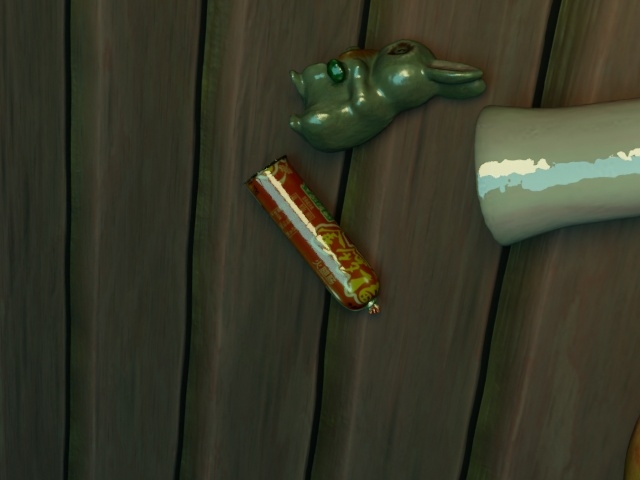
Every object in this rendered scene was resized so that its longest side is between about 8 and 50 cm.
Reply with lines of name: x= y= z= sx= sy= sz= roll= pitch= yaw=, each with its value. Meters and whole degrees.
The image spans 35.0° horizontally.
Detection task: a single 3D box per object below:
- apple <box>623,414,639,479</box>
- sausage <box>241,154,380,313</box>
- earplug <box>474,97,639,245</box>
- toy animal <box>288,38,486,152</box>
apple: x=0.511 y=0.290 z=1.112 sx=0.364 sy=0.364 sz=0.363 roll=11 pitch=115 yaw=26
sausage: x=0.000 y=0.000 z=1.442 sx=0.083 sy=0.083 sz=0.264 roll=-39 pitch=90 yaw=35
earplug: x=0.345 y=-0.094 z=1.160 sx=0.301 sy=0.172 sz=0.172 roll=-7 pitch=106 yaw=26
toy animal: x=0.088 y=-0.197 z=1.301 sx=0.251 sy=0.127 sz=0.125 roll=-14 pitch=91 yaw=19
